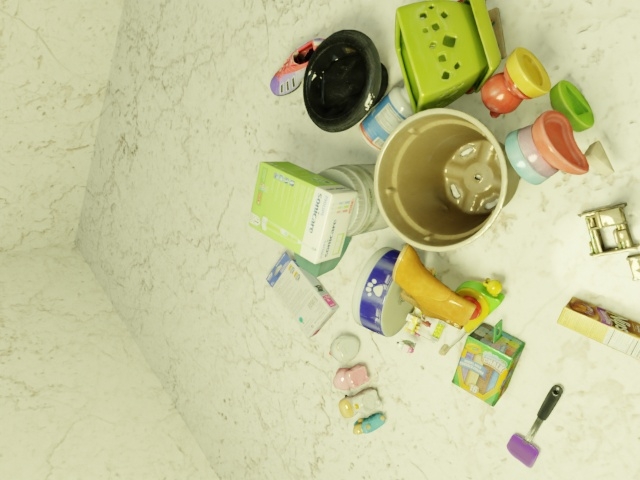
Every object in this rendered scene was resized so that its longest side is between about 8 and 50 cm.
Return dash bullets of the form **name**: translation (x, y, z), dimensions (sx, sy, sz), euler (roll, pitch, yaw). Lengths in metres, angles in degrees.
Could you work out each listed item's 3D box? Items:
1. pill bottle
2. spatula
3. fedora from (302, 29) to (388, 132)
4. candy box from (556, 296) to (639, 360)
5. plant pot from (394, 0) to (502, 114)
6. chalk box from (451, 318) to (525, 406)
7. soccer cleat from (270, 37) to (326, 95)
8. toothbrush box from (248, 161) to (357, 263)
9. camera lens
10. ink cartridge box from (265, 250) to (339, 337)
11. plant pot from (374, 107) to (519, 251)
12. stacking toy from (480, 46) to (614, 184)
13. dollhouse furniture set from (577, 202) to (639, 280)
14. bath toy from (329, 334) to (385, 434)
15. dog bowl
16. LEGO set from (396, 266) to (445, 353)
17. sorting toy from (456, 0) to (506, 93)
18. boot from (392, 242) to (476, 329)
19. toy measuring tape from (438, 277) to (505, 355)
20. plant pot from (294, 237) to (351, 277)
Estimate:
- **pill bottle**: translation (0.230, -0.385, 1.333), dimensions (0.221, 0.124, 0.124), euler (-42, 72, 36)
- **spatula**: translation (0.613, 0.524, 1.246), dimensions (0.084, 0.030, 0.296), euler (31, 117, 35)
- **fedora**: translation (0.096, -0.494, 1.399), dimensions (0.334, 0.153, 0.334), euler (9, 102, 48)
- **candy box**: translation (0.692, 0.209, 1.068), dimensions (0.187, 0.109, 0.053), euler (27, 115, 33)
- **plant pot**: translation (0.315, -0.466, 1.106), dimensions (0.207, 0.227, 0.228), euler (-17, 89, 10)
- **chalk box**: translation (0.486, 0.329, 1.249), dimensions (0.132, 0.132, 0.213), euler (27, 116, 34)
- **soccer cleat**: translation (-0.090, -0.618, 1.562), dimensions (0.318, 0.116, 0.108), euler (-18, 87, 41)
- **toothbrush box**: translation (-0.059, -0.090, 1.271), dimensions (0.283, 0.122, 0.206), euler (29, 115, 34)
- **camera lens**: translation (0.117, -0.129, 1.377), dimensions (0.219, 0.274, 0.219), euler (9, 104, 39)
- **ink cartridge box**: translation (-0.079, 0.208, 1.750), dimensions (0.311, 0.065, 0.185), euler (49, 125, 20)
- **plant pot**: translation (0.360, -0.160, 1.146), dimensions (0.334, 0.305, 0.333), euler (9, 104, 38)
- **stacking toy**: translation (0.508, -0.254, 1.013), dimensions (0.130, 0.280, 0.308), euler (-35, 52, 50)
- **dollhouse furniture set**: translation (0.666, 0.017, 1.017), dimensions (0.101, 0.161, 0.181), euler (-17, 86, 41)
- **bath toy**: translation (0.114, 0.519, 1.612), dimensions (0.129, 0.151, 0.348), euler (143, 110, -75)
- **dog bowl**: translation (0.213, 0.159, 1.360), dimensions (0.104, 0.265, 0.264), euler (21, 111, 34)
- **LEGO set**: translation (0.340, 0.221, 1.366), dimensions (0.107, 0.132, 0.287), euler (24, 107, 25)
- **sorting toy**: translation (0.420, -0.551, 1.192), dimensions (0.132, 0.046, 0.274), euler (-8, 93, 41)
- **boot**: translation (0.309, 0.129, 1.164), dimensions (0.211, 0.104, 0.295), euler (24, 157, 28)
- **toy measuring tape**: translation (0.417, 0.217, 1.308), dimensions (0.121, 0.121, 0.330), euler (48, 135, 23)
- **plant pot**: translation (0.000, 0.000, 1.582), dimensions (0.166, 0.165, 0.234), euler (33, 126, 31)
